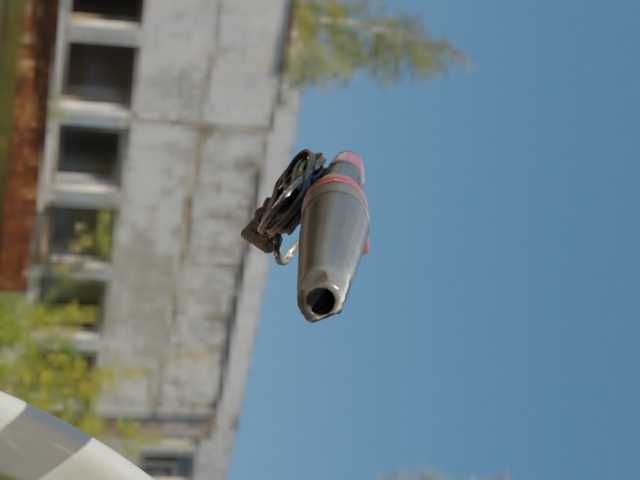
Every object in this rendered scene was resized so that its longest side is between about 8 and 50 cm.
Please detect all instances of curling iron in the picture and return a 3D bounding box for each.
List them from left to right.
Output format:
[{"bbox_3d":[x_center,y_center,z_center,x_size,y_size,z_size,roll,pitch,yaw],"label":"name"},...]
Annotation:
[{"bbox_3d":[0.000,0.000,0.782,0.068,0.035,0.274,-51,-170,6],"label":"curling iron"}]

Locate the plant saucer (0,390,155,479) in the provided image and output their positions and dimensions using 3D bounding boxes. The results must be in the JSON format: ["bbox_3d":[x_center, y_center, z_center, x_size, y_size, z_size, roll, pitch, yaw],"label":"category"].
[{"bbox_3d":[-0.219,0.151,0.640,0.400,0.400,0.100,-120,-136,-64],"label":"plant saucer"}]
